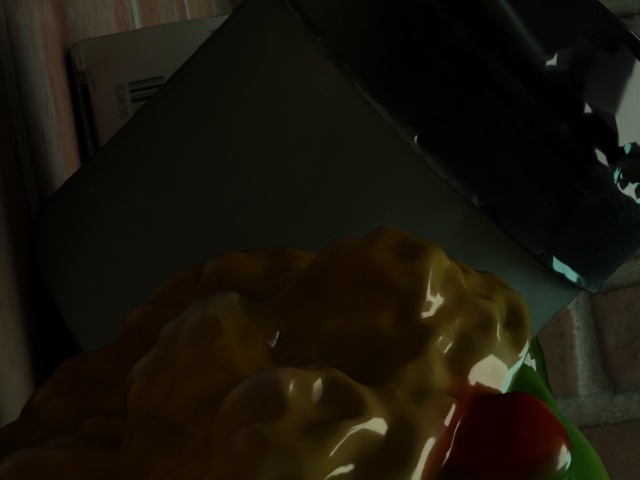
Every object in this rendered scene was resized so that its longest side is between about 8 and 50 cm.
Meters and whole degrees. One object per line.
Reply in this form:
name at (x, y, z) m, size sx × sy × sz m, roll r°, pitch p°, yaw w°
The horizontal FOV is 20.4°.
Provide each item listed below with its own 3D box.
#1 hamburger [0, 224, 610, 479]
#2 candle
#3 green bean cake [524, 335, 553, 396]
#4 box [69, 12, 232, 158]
hamburger at (-0.015, 0.083, 0.606) m, size 0.149 × 0.237 × 0.237 m, roll 61°, pitch 6°, yaw -14°
candle at (0.000, 0.000, 0.839) m, size 0.221 × 0.342 × 0.221 m, roll 43°, pitch 12°, yaw -11°
green bean cake at (0.019, 0.144, 1.081) m, size 0.250 × 0.246 × 0.156 m, roll 79°, pitch 1°, yaw -72°
box at (-0.061, -0.025, 1.173) m, size 0.333 × 0.145 × 0.173 m, roll 73°, pitch 5°, yaw -81°
